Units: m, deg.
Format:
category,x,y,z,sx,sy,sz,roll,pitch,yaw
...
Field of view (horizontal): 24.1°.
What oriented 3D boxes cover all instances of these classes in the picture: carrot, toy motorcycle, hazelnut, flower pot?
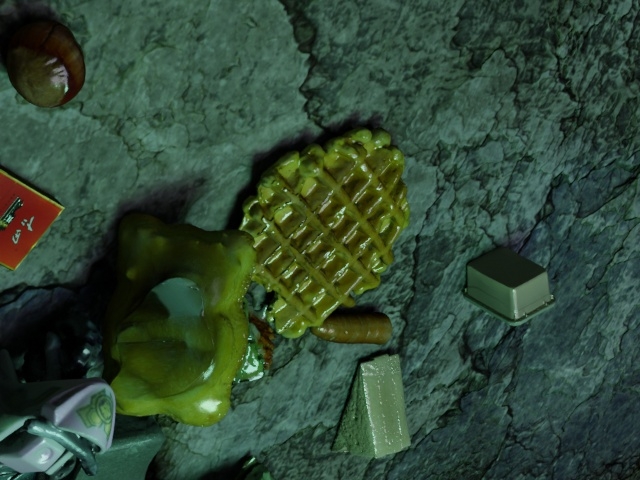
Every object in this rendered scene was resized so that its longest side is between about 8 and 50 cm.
category,x,y,z,sx,sy,sz,roll,pitch,yaw
carrot,0.034,0.118,2.031,0.139,0.048,0.048,4,118,-44
toy motorcycle,-0.342,0.227,1.633,0.327,0.188,0.143,-47,135,-3
hazelnut,-0.264,-0.172,1.467,0.086,0.086,0.086,-26,137,-27
flower pot,-0.282,0.294,1.820,0.108,0.103,0.229,-5,126,-41

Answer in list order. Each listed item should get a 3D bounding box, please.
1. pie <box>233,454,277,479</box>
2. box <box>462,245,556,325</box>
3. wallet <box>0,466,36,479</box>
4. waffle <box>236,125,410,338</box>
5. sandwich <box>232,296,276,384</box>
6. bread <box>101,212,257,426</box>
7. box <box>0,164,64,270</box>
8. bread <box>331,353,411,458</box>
category,x,y,z,sx,sy,sz,roll,pitch,yaw
pie,-0.168,0.434,1.985,0.296,0.078,0.371,-65,161,12
box,0.269,0.063,2.154,0.089,0.122,0.062,-26,126,-26
wallet,-0.387,0.312,1.793,0.088,0.026,0.129,-5,125,-41
waffle,-0.001,-0.007,1.876,0.282,0.058,0.300,-32,140,-20
sandwich,-0.152,0.122,1.802,0.185,0.160,0.109,-11,99,6
bread,-0.163,0.093,1.674,0.088,0.161,0.233,-39,136,-79
box,-0.338,-0.030,1.555,0.090,0.023,0.133,-49,142,3
bread,0.066,0.238,2.179,0.077,0.105,0.152,-11,97,-38
